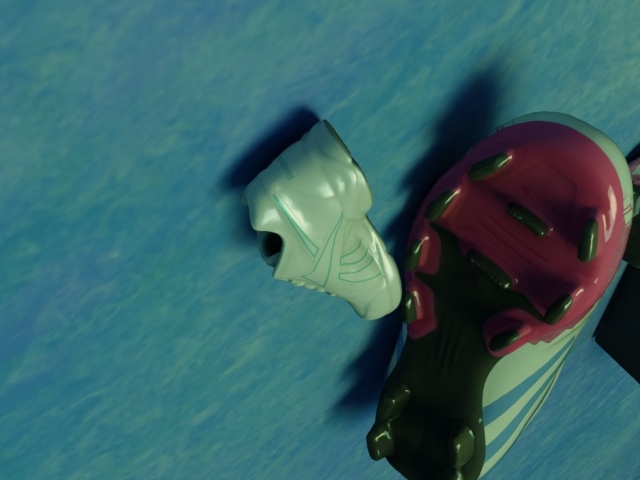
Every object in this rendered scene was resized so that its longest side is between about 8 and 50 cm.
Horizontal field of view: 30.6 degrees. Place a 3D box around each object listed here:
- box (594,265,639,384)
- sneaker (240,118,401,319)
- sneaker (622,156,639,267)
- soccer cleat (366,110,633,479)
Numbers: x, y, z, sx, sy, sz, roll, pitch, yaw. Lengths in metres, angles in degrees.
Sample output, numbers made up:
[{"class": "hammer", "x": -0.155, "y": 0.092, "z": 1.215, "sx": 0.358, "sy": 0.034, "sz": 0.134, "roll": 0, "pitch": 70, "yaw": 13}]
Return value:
[{"class": "box", "x": 0.464, "y": 0.074, "z": 1.024, "sx": 0.294, "sy": 0.296, "sz": 0.182, "roll": -28, "pitch": 149, "yaw": -27}, {"class": "sneaker", "x": 0.000, "y": 0.000, "z": 0.594, "sx": 0.061, "sy": 0.053, "sz": 0.152, "roll": -31, "pitch": 145, "yaw": -4}, {"class": "sneaker", "x": 0.275, "y": -0.053, "z": 0.854, "sx": 0.178, "sy": 0.072, "sz": 0.077, "roll": -50, "pitch": 162, "yaw": 24}, {"class": "soccer cleat", "x": 0.116, "y": 0.030, "z": 0.738, "sx": 0.143, "sy": 0.116, "sz": 0.331, "roll": -41, "pitch": 159, "yaw": -40}]
